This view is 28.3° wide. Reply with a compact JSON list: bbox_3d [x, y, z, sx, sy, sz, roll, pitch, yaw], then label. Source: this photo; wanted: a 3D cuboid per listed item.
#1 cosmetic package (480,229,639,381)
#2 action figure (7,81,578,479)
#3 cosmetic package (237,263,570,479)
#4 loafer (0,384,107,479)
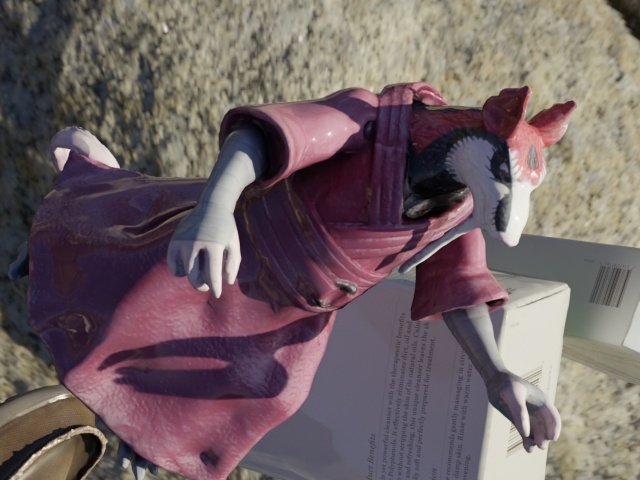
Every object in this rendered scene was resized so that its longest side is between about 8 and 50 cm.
[{"bbox_3d":[0.315,0.086,1.283,0.284,0.377,0.097,21,86,-21],"label":"cosmetic package"},{"bbox_3d":[0.000,0.000,0.798,0.370,0.248,0.276,-31,34,24],"label":"action figure"},{"bbox_3d":[0.010,0.102,1.107,0.365,0.155,0.197,13,102,29],"label":"cosmetic package"},{"bbox_3d":[-0.278,0.270,0.960,0.130,0.134,0.366,31,64,18],"label":"loafer"}]
